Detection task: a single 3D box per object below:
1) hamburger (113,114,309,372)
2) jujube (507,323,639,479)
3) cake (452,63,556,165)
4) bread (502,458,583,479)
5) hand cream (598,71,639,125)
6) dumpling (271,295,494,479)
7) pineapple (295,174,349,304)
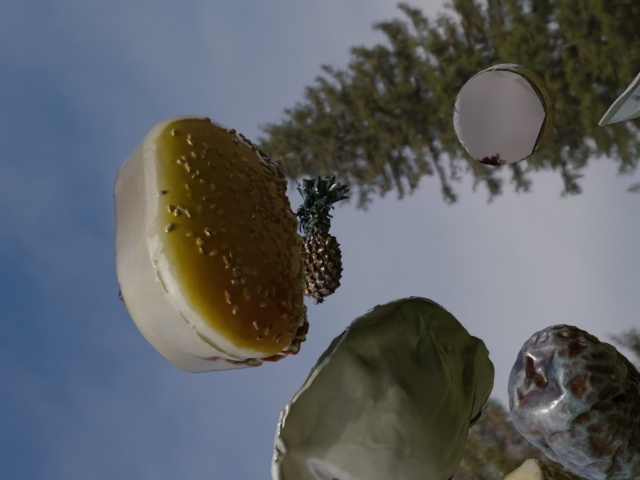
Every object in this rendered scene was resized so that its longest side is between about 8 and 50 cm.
[{"bbox_3d":[-0.112,-0.002,1.056,0.227,0.151,0.295,36,-142,-49],"label":"hamburger"},{"bbox_3d":[0.451,0.282,1.686,0.317,0.226,0.226,37,-138,-35],"label":"jujube"},{"bbox_3d":[0.371,-0.240,1.931,0.208,0.185,0.178,56,-151,16],"label":"cake"},{"bbox_3d":[0.235,0.460,0.884,0.371,0.390,0.279,36,-165,-3],"label":"bread"},{"bbox_3d":[0.592,-0.276,1.515,0.358,0.185,0.118,-19,-112,-27],"label":"hand cream"},{"bbox_3d":[0.084,0.200,1.204,0.181,0.340,0.260,-123,29,-61],"label":"dumpling"},{"bbox_3d":[0.000,0.000,1.644,0.103,0.083,0.222,-4,-80,-31],"label":"pineapple"}]
